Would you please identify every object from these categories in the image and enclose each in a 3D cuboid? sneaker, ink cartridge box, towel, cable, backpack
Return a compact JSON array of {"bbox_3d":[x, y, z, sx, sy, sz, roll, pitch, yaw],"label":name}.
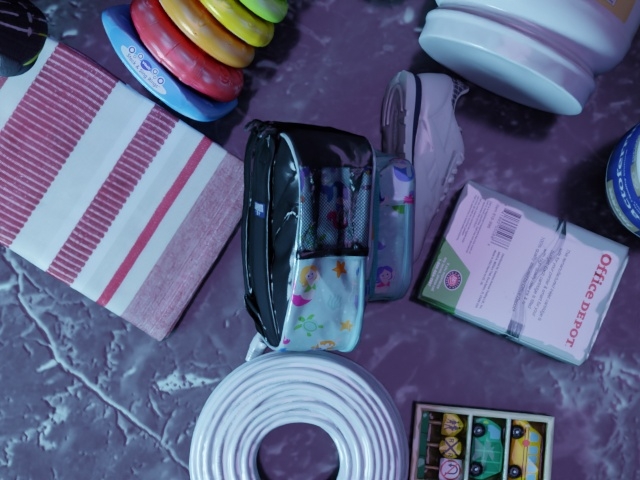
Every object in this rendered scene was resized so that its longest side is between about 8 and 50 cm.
[{"bbox_3d":[0.124,-0.082,1.685,0.095,0.090,0.235,5,94,-23],"label":"sneaker"},{"bbox_3d":[0.235,0.040,1.672,0.208,0.087,0.153,24,87,2],"label":"ink cartridge box"},{"bbox_3d":[-0.259,-0.065,1.664,0.329,0.037,0.237,33,87,-13],"label":"towel"},{"bbox_3d":[-0.023,0.254,1.658,0.257,0.089,0.257,33,87,2],"label":"cable"},{"bbox_3d":[-0.403,-0.240,1.625,0.111,0.300,0.121,12,110,-36],"label":"sneaker"},{"bbox_3d":[0.000,0.000,1.604,0.191,0.225,0.253,5,96,-15],"label":"backpack"}]

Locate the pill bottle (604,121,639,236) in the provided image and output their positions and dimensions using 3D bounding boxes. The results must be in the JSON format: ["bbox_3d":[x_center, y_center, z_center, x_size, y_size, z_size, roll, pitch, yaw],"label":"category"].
[{"bbox_3d":[0.404,-0.073,1.592,0.153,0.264,0.153,0,85,0],"label":"pill bottle"}]

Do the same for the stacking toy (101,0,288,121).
[{"bbox_3d":[-0.085,-0.289,1.610,0.302,0.166,0.175,-43,90,17],"label":"stacking toy"}]

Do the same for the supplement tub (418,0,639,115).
[{"bbox_3d":[0.272,-0.334,1.618,0.241,0.241,0.331,25,87,1],"label":"supplement tub"}]

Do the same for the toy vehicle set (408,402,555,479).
[{"bbox_3d":[0.183,0.331,1.681,0.166,0.035,0.266,5,87,0],"label":"toy vehicle set"}]
